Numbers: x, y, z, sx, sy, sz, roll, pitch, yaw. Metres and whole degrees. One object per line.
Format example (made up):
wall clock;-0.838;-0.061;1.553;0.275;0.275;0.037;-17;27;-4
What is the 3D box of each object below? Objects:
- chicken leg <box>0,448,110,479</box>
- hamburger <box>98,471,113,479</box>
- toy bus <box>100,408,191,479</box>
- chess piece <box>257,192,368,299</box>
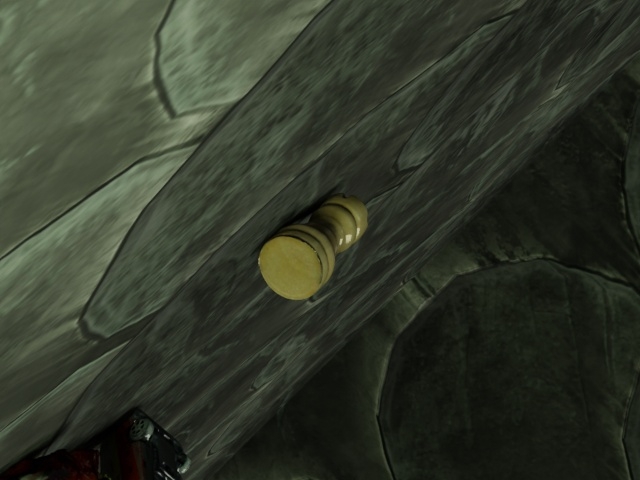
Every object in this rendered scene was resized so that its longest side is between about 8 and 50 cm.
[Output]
chicken leg;-0.285;0.316;1.622;0.096;0.158;0.407;-29;-157;41
hamburger;-0.263;0.280;1.888;0.166;0.087;0.137;-43;175;5
toy bus;-0.177;0.255;1.985;0.077;0.079;0.174;-34;-146;15
chess piece;0.000;0.000;1.787;0.066;0.066;0.122;-48;177;37
